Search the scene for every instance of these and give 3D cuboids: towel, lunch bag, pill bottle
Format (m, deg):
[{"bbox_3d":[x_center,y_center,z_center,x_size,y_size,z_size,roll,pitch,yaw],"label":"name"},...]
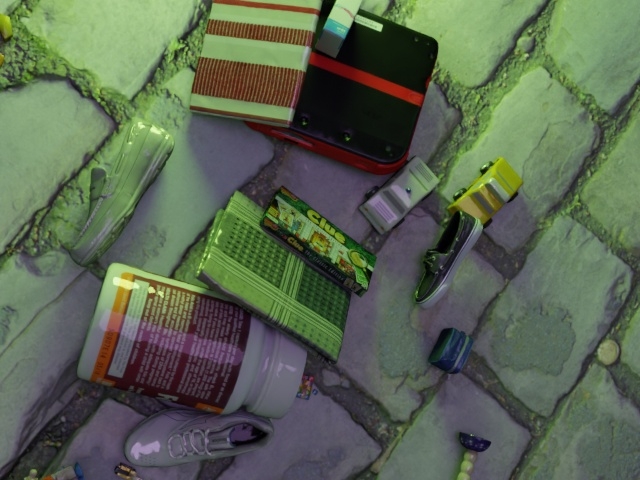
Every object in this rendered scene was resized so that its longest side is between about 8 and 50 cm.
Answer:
[{"bbox_3d":[-0.127,-0.402,1.755,0.237,0.037,0.329,11,83,18],"label":"towel"},{"bbox_3d":[0.286,0.237,1.851,0.065,0.067,0.098,32,75,-11],"label":"lunch bag"},{"bbox_3d":[-0.238,0.200,1.620,0.392,0.224,0.224,18,79,-13],"label":"pill bottle"},{"bbox_3d":[-0.082,0.069,1.674,0.324,0.056,0.312,35,32,-13],"label":"towel"}]

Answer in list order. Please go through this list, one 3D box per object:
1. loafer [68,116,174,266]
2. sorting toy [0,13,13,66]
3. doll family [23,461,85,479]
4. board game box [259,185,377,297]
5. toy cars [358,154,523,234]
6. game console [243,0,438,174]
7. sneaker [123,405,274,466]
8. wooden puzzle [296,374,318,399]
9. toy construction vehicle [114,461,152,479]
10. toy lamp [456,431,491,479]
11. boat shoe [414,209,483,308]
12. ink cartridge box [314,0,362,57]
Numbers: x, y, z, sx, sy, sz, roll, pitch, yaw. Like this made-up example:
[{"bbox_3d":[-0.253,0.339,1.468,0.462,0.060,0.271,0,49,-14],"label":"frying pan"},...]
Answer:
[{"bbox_3d":[-0.403,-0.097,1.671,0.111,0.112,0.319,31,68,-6],"label":"loafer"},{"bbox_3d":[-0.734,-0.462,1.645,0.307,0.041,0.229,24,78,-12],"label":"sorting toy"},{"bbox_3d":[-0.498,0.521,1.579,0.163,0.118,0.263,-23,108,-24],"label":"doll family"},{"bbox_3d":[0.000,0.000,1.773,0.259,0.136,0.030,37,119,-10],"label":"board game box"},{"bbox_3d":[0.279,-0.105,1.878,0.393,0.087,0.176,-1,83,-16],"label":"toy cars"},{"bbox_3d":[0.040,-0.346,1.843,0.386,0.060,0.342,20,73,-8],"label":"game console"},{"bbox_3d":[-0.228,0.374,1.652,0.297,0.129,0.111,-10,89,-16],"label":"sneaker"},{"bbox_3d":[-0.042,0.301,1.778,0.083,0.006,0.049,16,79,-14],"label":"wooden puzzle"},{"bbox_3d":[-0.378,0.477,1.644,0.098,0.035,0.086,31,76,-11],"label":"toy construction vehicle"},{"bbox_3d":[0.290,0.547,1.811,0.080,0.080,0.275,20,78,-13],"label":"toy lamp"},{"bbox_3d":[0.259,0.036,1.839,0.076,0.080,0.228,34,92,-22],"label":"boat shoe"},{"bbox_3d":[0.041,-0.459,1.793,0.052,0.088,0.122,24,72,-5],"label":"ink cartridge box"}]
